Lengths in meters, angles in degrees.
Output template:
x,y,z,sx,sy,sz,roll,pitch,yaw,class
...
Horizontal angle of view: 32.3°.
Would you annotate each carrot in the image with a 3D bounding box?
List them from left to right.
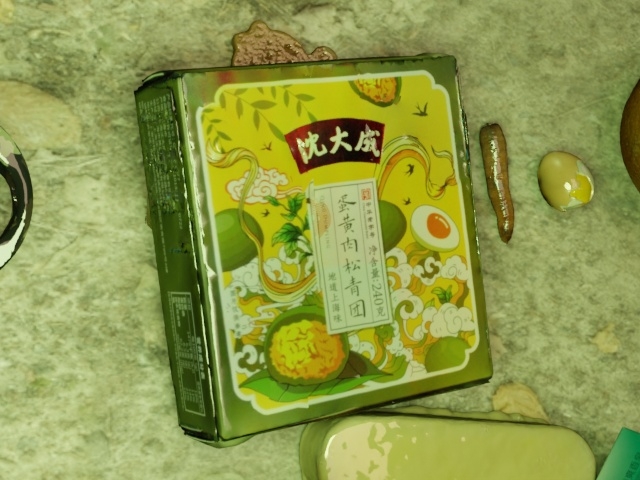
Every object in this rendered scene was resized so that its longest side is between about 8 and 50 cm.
x,y,z,sx,sy,sz,roll,pitch,yaw,class
0.237,-0.076,1.476,0.036,0.036,0.165,-8,92,-19,carrot

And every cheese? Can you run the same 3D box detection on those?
x,y,z,sx,sy,sz,roll,pitch,yaw,class
0.189,0.342,1.396,0.384,0.104,0.384,1,87,-19,cheese

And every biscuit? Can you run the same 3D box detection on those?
x,y,z,sx,sy,sz,roll,pitch,yaw,class
-0.034,-0.192,1.395,0.184,0.027,0.133,18,82,-15,biscuit

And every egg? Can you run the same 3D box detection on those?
x,y,z,sx,sy,sz,roll,pitch,yaw,class
0.329,-0.082,1.487,0.071,0.071,0.083,-26,93,-18,egg

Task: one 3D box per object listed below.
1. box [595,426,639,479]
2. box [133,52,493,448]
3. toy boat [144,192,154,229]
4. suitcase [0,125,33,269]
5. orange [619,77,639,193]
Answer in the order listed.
x,y,z,sx,sy,sz,roll,pitch,yaw,class
0.447,0.367,1.440,0.245,0.092,0.153,42,74,-38,box
0.000,0.000,1.302,0.373,0.138,0.420,-8,93,-27,box
-0.164,-0.094,1.331,0.072,0.064,0.206,10,85,-36,toy boat
-0.477,-0.045,1.155,0.339,0.194,0.351,3,87,-25,suitcase
0.533,-0.133,1.476,0.264,0.264,0.264,1,86,-18,orange
